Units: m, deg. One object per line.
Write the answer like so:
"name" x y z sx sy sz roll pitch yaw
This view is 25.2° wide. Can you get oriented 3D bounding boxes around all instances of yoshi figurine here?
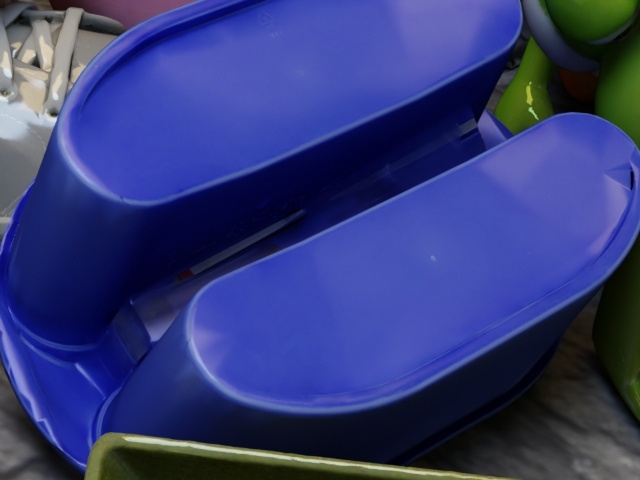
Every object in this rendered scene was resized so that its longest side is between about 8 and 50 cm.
"yoshi figurine" 0.210 -0.113 0.878 0.203 0.204 0.362 25 13 11

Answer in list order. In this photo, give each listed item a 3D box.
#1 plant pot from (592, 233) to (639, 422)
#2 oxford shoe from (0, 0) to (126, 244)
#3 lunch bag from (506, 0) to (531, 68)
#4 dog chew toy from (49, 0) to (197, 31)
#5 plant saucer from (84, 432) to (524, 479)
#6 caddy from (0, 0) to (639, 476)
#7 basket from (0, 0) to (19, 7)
"plant pot" 0.293 0.045 0.706 0.228 0.227 0.207 -3 45 -13
"oxford shoe" -0.193 -0.083 0.858 0.449 0.130 0.169 0 37 -4
"lunch bag" 0.088 -0.294 1.062 0.235 0.287 0.169 34 51 26
"dog chew toy" -0.091 -0.273 0.967 0.206 0.332 0.207 4 38 -3
"plant saucer" -0.008 0.181 0.561 0.188 0.045 0.188 7 77 1
"caddy" 0.000 0.000 0.746 0.341 0.179 0.241 -25 73 -29
"basket" -0.274 -0.173 0.992 0.103 0.113 0.167 -8 40 -22
